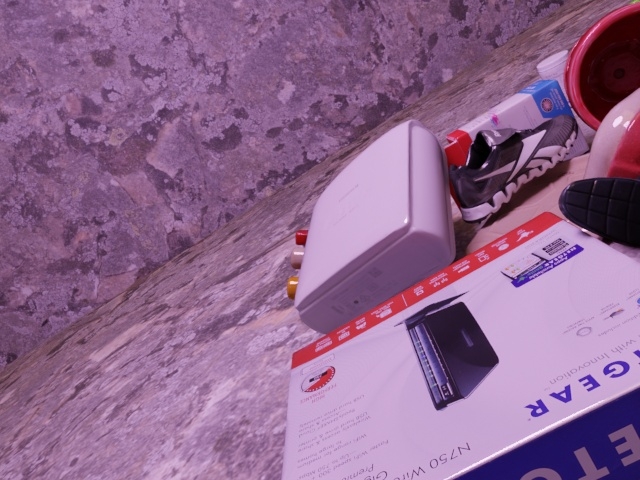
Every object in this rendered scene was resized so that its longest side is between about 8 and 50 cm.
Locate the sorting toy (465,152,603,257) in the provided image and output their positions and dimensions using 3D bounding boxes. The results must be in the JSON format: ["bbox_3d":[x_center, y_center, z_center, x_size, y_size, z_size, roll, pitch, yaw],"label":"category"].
[{"bbox_3d":[0.319,-0.044,0.755,0.193,0.038,0.208,-16,26,49],"label":"sorting toy"}]

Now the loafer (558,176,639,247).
[{"bbox_3d":[0.304,-0.020,0.524,0.061,0.170,0.062,-176,100,-87],"label":"loafer"}]

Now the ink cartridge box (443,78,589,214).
[{"bbox_3d":[0.310,-0.154,0.931,0.231,0.134,0.078,-30,14,8],"label":"ink cartridge box"}]

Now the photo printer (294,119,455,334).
[{"bbox_3d":[0.083,-0.035,0.843,0.256,0.107,0.307,-40,26,35],"label":"photo printer"}]

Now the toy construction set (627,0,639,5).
[{"bbox_3d":[0.616,-0.399,0.909,0.215,0.151,0.327,-52,-1,-25],"label":"toy construction set"}]

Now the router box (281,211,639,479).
[{"bbox_3d":[0.130,0.123,0.490,0.336,0.082,0.301,-30,14,7],"label":"router box"}]

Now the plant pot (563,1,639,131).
[{"bbox_3d":[0.471,-0.253,0.831,0.191,0.191,0.174,-26,6,23],"label":"plant pot"}]

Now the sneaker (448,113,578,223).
[{"bbox_3d":[0.283,-0.133,0.812,0.234,0.106,0.078,-38,18,-9],"label":"sneaker"}]

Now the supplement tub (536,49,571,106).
[{"bbox_3d":[0.518,-0.341,1.173,0.071,0.107,0.071,-30,14,8],"label":"supplement tub"}]

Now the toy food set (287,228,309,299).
[{"bbox_3d":[0.009,0.036,1.025,0.105,0.111,0.232,2,9,7],"label":"toy food set"}]

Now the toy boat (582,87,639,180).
[{"bbox_3d":[0.401,-0.094,0.583,0.231,0.151,0.151,-34,48,-25],"label":"toy boat"}]
